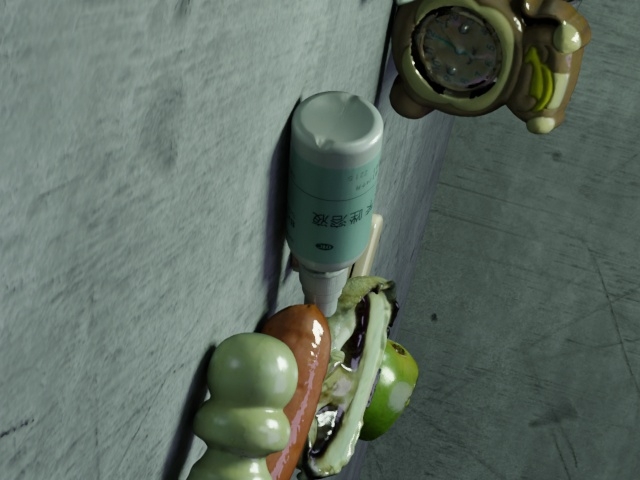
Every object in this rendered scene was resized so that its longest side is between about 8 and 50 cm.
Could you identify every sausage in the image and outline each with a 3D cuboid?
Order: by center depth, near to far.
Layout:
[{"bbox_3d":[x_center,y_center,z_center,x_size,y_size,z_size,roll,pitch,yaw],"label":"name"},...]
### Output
[{"bbox_3d":[-0.054,0.203,1.651,0.113,0.113,0.259,85,21,-67],"label":"sausage"}]

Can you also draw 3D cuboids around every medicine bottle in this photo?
[{"bbox_3d":[0.010,-0.026,1.611,0.352,0.110,0.110,95,14,-48],"label":"medicine bottle"}]

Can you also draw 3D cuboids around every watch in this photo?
[{"bbox_3d":[0.300,-0.361,2.103,0.327,0.335,0.314,-48,154,-49],"label":"watch"}]

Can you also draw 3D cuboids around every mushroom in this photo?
[{"bbox_3d":[0.015,0.215,2.085,0.247,0.130,0.344,4,101,-65],"label":"mushroom"}]

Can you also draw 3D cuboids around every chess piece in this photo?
[{"bbox_3d":[-0.094,0.228,1.425,0.144,0.144,0.251,40,60,-80],"label":"chess piece"}]

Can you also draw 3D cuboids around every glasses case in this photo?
[{"bbox_3d":[0.065,0.042,2.284,0.083,0.050,0.196,3,103,-79],"label":"glasses case"}]

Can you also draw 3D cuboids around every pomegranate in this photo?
[{"bbox_3d":[0.051,0.254,2.297,0.241,0.159,0.190,-28,-148,57],"label":"pomegranate"}]

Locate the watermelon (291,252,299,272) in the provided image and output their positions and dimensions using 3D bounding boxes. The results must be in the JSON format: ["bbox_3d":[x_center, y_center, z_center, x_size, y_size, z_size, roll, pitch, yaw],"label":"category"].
[{"bbox_3d":[0.000,0.005,1.765,0.072,0.092,0.084,46,39,-32],"label":"watermelon"}]

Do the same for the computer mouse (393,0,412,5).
[{"bbox_3d":[0.130,-0.419,1.756,0.379,0.090,0.167,-45,150,-61],"label":"computer mouse"}]
